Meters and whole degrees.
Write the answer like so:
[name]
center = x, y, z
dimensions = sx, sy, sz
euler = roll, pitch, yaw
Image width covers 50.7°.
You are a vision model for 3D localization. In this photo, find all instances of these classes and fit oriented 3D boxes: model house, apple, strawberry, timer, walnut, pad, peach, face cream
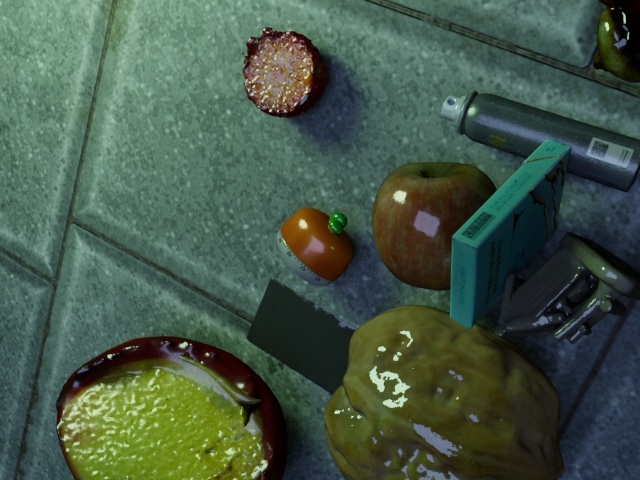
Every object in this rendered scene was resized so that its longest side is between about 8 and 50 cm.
[model house]
center = 0.333, 0.078, 0.916
dimensions = 0.188, 0.229, 0.122
euler = -43, 65, 22
[apple]
center = 0.169, -0.023, 0.991
dimensions = 0.188, 0.188, 0.174
euler = 10, 117, 23
[strawberry]
center = -0.058, -0.271, 1.100
dimensions = 0.145, 0.086, 0.145
euler = 6, 106, 24
[timer]
center = 0.000, 0.000, 1.129
dimensions = 0.136, 0.099, 0.136
euler = 2, 102, 11
[walnut]
center = 0.186, 0.263, 0.992
dimensions = 0.343, 0.306, 0.306
euler = 18, 108, 14
[pad]
center = -0.028, 0.176, 1.228
dimensions = 0.211, 0.003, 0.143
euler = 30, 112, 17
[peach]
center = -0.251, 0.349, 1.201
dimensions = 0.405, 0.310, 0.335
euler = 18, 71, 10
[face cream]
center = 0.309, -0.149, 0.959
dimensions = 0.283, 0.073, 0.073
euler = 23, 110, 19

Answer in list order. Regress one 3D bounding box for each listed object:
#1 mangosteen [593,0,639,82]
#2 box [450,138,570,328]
[mangosteen]
center = 0.456, -0.283, 0.759
dimensions = 0.347, 0.306, 0.307
euler = -6, 99, 58
[box]
center = 0.252, -0.009, 0.903
dimensions = 0.041, 0.229, 0.162
euler = 29, 147, 32
